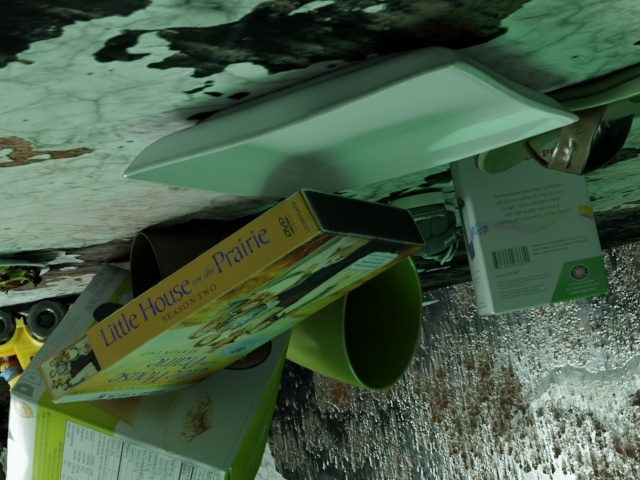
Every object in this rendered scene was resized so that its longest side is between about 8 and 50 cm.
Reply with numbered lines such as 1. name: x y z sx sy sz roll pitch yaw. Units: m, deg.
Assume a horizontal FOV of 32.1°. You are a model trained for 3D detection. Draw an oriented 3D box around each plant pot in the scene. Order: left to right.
1. plant pot: -0.002 0.130 2.091 0.293 0.275 0.275 3 -179 35

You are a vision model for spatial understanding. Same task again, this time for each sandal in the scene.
1. sandal: 0.294 -0.120 1.206 0.302 0.086 0.120 -18 169 41

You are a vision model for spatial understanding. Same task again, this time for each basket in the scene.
1. basket: -0.145 0.051 1.620 0.227 0.154 0.204 -14 145 -23

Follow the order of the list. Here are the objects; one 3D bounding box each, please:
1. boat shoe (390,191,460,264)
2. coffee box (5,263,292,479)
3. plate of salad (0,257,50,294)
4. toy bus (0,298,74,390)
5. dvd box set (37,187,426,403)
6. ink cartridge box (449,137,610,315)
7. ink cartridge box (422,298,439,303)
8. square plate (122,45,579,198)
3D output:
1. boat shoe: 0.168 -0.007 1.787 0.116 0.099 0.319 -12 172 6
2. coffee box: -0.264 0.300 1.739 0.334 0.338 0.338 18 -144 5
3. plate of salad: -0.492 0.063 1.607 0.199 0.048 0.200 -10 171 -2
4. toy bus: -0.540 0.227 2.120 0.220 0.211 0.149 -9 174 0
5. dvd box set: -0.104 0.078 1.395 0.420 0.062 0.307 -32 163 21
6. ink cartridge box: 0.263 -0.021 1.416 0.154 0.212 0.093 -11 175 -4
7. ink cartridge box: 0.054 0.110 2.391 0.353 0.119 0.207 -5 170 -27
8. square plate: 0.040 -0.109 1.090 0.347 0.049 0.344 -15 172 28
